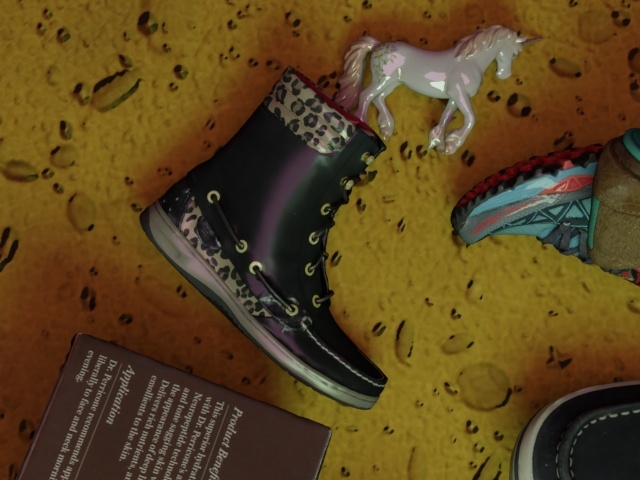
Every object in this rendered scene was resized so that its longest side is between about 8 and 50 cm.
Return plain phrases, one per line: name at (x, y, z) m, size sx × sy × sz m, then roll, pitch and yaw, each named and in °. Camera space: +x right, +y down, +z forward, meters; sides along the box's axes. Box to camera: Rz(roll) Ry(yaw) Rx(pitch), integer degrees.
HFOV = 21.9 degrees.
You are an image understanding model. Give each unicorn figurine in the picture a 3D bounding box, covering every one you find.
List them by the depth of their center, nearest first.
unicorn figurine at (0.093, -0.125, 1.311) m, size 0.161 × 0.060 × 0.111 m, roll 12°, pitch 94°, yaw -7°

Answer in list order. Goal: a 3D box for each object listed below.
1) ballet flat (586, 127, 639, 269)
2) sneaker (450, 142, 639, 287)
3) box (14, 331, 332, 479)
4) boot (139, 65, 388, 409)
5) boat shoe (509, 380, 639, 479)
ballet flat at (0.346, 0.002, 1.251) m, size 0.342 × 0.116 × 0.124 m, roll 7°, pitch 123°, yaw -24°
sneaker at (0.236, -0.016, 1.302) m, size 0.261 × 0.104 × 0.125 m, roll -11°, pitch 93°, yaw -4°
box at (-0.124, 0.198, 1.220) m, size 0.203 × 0.167 × 0.168 m, roll 23°, pitch 64°, yaw -4°
boot at (-0.001, 0.000, 1.280) m, size 0.236 × 0.085 × 0.178 m, roll 42°, pitch 98°, yaw 0°
boat shoe at (0.393, 0.194, 1.263) m, size 0.500 × 0.156 × 0.187 m, roll 11°, pitch 63°, yaw -7°
